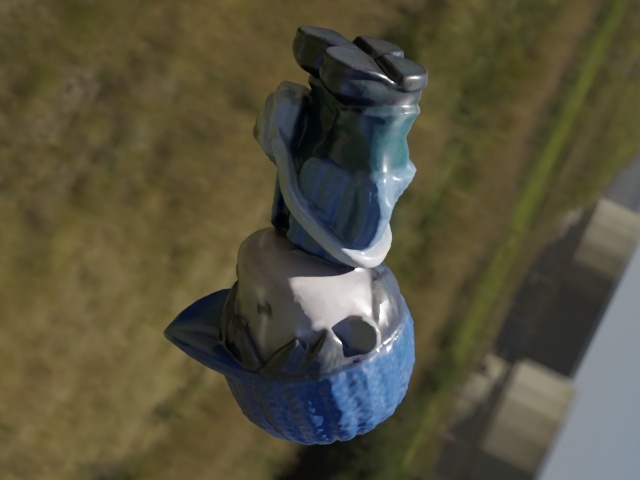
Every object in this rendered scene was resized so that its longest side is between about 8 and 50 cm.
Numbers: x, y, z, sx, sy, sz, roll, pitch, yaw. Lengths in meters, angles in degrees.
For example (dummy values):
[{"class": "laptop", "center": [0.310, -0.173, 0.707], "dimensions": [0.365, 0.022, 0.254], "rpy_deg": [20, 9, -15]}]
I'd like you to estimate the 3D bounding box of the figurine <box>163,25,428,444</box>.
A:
[{"class": "figurine", "center": [0.000, 0.000, 0.688], "dimensions": [0.086, 0.087, 0.149], "rpy_deg": [43, -58, 54]}]
